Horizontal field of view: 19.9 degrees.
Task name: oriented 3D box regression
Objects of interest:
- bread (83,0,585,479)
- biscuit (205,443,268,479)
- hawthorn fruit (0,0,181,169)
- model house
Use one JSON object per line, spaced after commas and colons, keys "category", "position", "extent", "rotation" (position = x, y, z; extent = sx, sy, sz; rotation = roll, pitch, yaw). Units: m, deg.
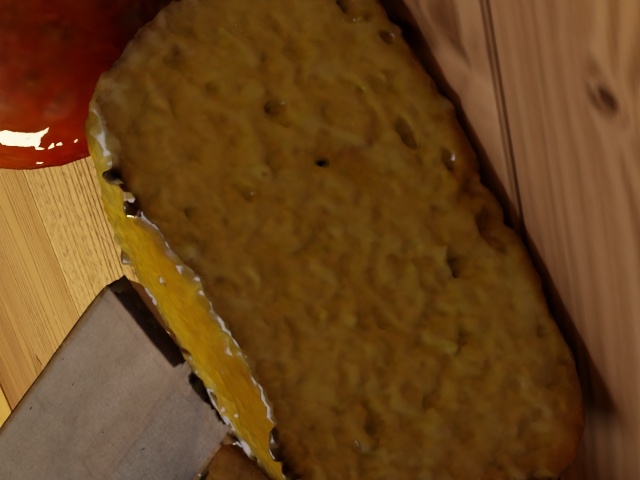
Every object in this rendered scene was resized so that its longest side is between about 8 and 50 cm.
{"category": "bread", "position": [0.000, 0.000, 0.536], "extent": [0.187, 0.103, 0.065], "rotation": [58, 166, -4]}
{"category": "biscuit", "position": [0.025, 0.122, 0.634], "extent": [0.158, 0.035, 0.240], "rotation": [32, 179, 4]}
{"category": "hawthorn fruit", "position": [-0.105, -0.109, 0.583], "extent": [0.173, 0.173, 0.173], "rotation": [55, 163, 26]}
{"category": "model house", "position": [-0.064, 0.171, 0.899], "extent": [0.206, 0.271, 0.178], "rotation": [26, -167, -48]}
